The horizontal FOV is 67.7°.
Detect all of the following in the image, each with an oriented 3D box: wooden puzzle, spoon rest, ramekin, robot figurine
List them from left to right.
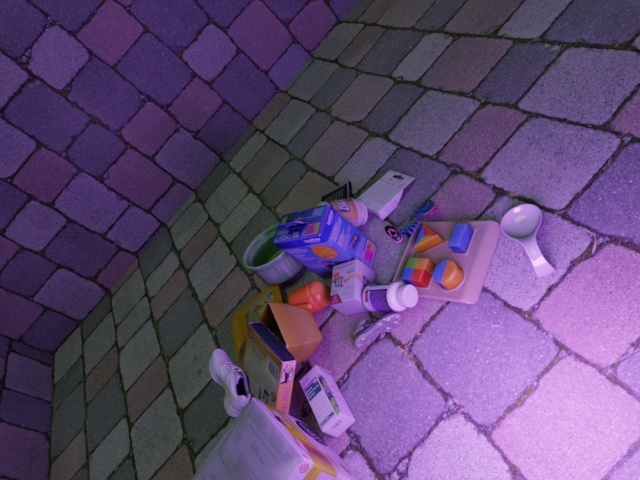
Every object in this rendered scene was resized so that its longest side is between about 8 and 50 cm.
[{"bbox_3d":[-0.203,0.067,2.271,0.304,0.148,0.303,-26,32,18],"label":"ramekin"},{"bbox_3d":[-0.046,0.247,2.012,0.220,0.158,0.128,-30,63,25],"label":"robot figurine"},{"bbox_3d":[0.434,0.056,1.715,0.348,0.080,0.321,4,62,48],"label":"wooden puzzle"},{"bbox_3d":[0.667,-0.015,1.531,0.137,0.084,0.276,-30,42,25],"label":"spoon rest"}]

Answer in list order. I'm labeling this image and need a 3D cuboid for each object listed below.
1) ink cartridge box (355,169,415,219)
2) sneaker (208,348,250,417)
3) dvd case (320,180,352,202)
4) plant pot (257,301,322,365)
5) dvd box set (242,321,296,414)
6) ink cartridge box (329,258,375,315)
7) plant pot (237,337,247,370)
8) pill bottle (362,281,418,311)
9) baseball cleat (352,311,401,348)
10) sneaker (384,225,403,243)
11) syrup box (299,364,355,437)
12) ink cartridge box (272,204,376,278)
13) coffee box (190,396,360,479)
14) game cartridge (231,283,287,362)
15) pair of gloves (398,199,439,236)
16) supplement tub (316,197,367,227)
[{"bbox_3d":[0.293,-0.207,2.130,0.232,0.066,0.189,-38,34,-13],"label":"ink cartridge box"},{"bbox_3d":[-0.341,0.535,1.862,0.297,0.111,0.129,52,127,34],"label":"sneaker"},{"bbox_3d":[0.075,-0.167,2.325,0.179,0.030,0.238,-27,43,28],"label":"dvd case"},{"bbox_3d":[-0.119,0.378,1.871,0.212,0.187,0.212,61,138,37],"label":"plant pot"},{"bbox_3d":[-0.210,0.559,1.787,0.308,0.062,0.419,29,115,54],"label":"dvd box set"},{"bbox_3d":[0.127,0.185,1.878,0.128,0.127,0.176,-20,49,35],"label":"ink cartridge box"},{"bbox_3d":[-0.257,0.504,2.050,0.237,0.032,0.236,-14,63,30],"label":"plant pot"},{"bbox_3d":[0.254,0.205,1.732,0.194,0.108,0.108,-12,51,51],"label":"pill bottle"},{"bbox_3d":[0.198,0.308,1.754,0.206,0.072,0.109,-37,32,12],"label":"baseball cleat"},{"bbox_3d":[0.294,-0.036,1.961,0.047,0.057,0.119,-49,35,6],"label":"sneaker"},{"bbox_3d":[0.020,0.566,1.695,0.093,0.096,0.237,-46,38,7],"label":"syrup box"},{"bbox_3d":[0.000,0.000,1.951,0.270,0.395,0.151,-10,52,42],"label":"ink cartridge box"},{"bbox_3d":[-0.131,0.762,1.482,0.338,0.334,0.338,-54,35,-8],"label":"coffee box"},{"bbox_3d":[-0.283,0.372,2.216,0.324,0.053,0.285,-39,38,13],"label":"game cartridge"},{"bbox_3d":[0.381,-0.090,1.892,0.198,0.023,0.159,-43,11,-2],"label":"pair of gloves"},{"bbox_3d":[0.091,-0.111,2.093,0.144,0.200,0.144,31,126,54],"label":"supplement tub"}]
